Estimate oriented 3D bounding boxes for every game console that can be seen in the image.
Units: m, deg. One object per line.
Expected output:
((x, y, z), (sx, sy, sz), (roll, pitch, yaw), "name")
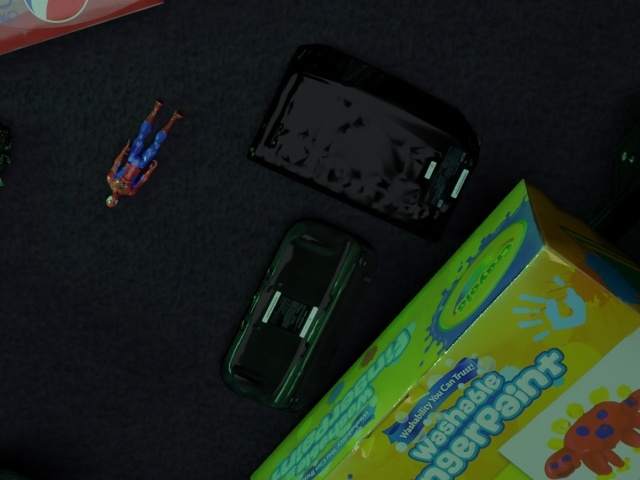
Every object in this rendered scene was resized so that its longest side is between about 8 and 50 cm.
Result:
((0.000, 0.000, 1.380), (0.213, 0.044, 0.361), (25, 97, -12), "game console")

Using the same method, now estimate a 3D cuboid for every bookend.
((0.319, -0.035, 1.394), (0.072, 0.156, 0.157), (17, 56, -12), "bookend")

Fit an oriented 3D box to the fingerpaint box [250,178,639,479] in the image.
((0.201, 0.226, 1.350), (0.371, 0.163, 0.445), (34, 112, -14), "fingerpaint box")

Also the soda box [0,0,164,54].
((-0.281, -0.220, 1.259), (0.263, 0.092, 0.083), (-19, 106, -4), "soda box")

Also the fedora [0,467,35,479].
((-0.338, 0.387, 1.334), (0.334, 0.334, 0.152), (-45, 138, 3), "fedora")

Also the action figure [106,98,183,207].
((-0.178, -0.082, 1.342), (0.038, 0.030, 0.115), (30, 99, -19), "action figure")

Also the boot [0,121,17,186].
((-0.357, -0.074, 1.306), (0.121, 0.045, 0.099), (12, 103, -18), "boot")
